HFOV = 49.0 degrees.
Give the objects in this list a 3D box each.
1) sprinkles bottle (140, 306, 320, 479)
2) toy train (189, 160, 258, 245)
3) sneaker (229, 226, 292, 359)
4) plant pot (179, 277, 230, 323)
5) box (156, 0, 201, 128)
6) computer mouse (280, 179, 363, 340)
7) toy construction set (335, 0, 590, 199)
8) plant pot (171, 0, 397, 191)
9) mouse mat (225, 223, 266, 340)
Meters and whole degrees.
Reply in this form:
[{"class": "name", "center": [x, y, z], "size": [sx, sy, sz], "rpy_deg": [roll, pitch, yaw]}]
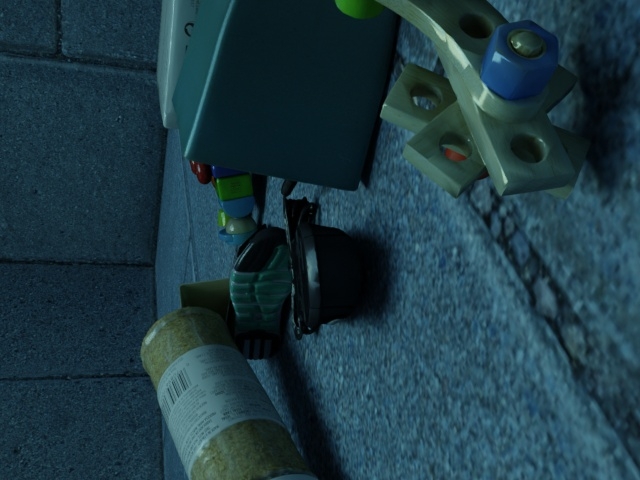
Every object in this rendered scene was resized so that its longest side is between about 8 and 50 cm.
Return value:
[{"class": "sprinkles bottle", "center": [-0.102, 0.213, 0.782], "size": [0.355, 0.121, 0.121], "rpy_deg": [47, 133, 51]}, {"class": "toy train", "center": [-0.157, -0.088, 1.170], "size": [0.248, 0.105, 0.143], "rpy_deg": [-138, 39, -68]}, {"class": "sneaker", "center": [-0.083, 0.054, 0.924], "size": [0.098, 0.083, 0.223], "rpy_deg": [-100, 20, -49]}, {"class": "plant pot", "center": [-0.176, 0.138, 1.185], "size": [0.109, 0.109, 0.096], "rpy_deg": [-107, 14, -47]}, {"class": "box", "center": [-0.083, -0.223, 0.782], "size": [0.119, 0.182, 0.181], "rpy_deg": [-114, 30, -54]}, {"class": "computer mouse", "center": [0.000, 0.000, 0.703], "size": [0.262, 0.060, 0.184], "rpy_deg": [117, 149, -77]}, {"class": "toy construction set", "center": [0.073, -0.169, 0.269], "size": [0.327, 0.215, 0.151], "rpy_deg": [103, 177, -45]}, {"class": "plant pot", "center": [-0.024, -0.195, 0.645], "size": [0.165, 0.166, 0.234], "rpy_deg": [-116, 40, -57]}, {"class": "mouse mat", "center": [-0.110, 0.079, 1.008], "size": [0.152, 0.007, 0.189], "rpy_deg": [-56, -23, -71]}]
